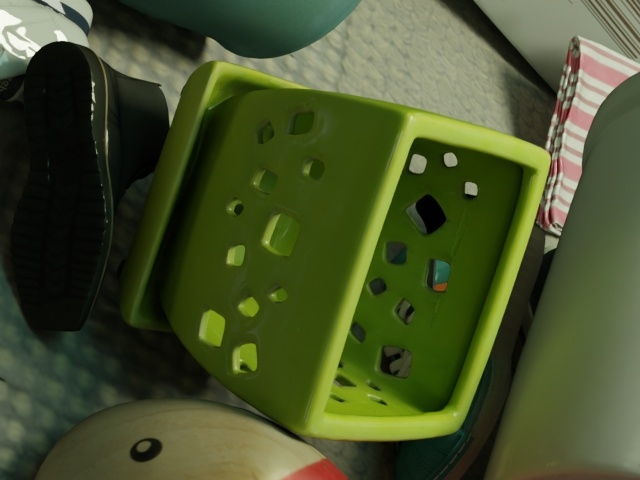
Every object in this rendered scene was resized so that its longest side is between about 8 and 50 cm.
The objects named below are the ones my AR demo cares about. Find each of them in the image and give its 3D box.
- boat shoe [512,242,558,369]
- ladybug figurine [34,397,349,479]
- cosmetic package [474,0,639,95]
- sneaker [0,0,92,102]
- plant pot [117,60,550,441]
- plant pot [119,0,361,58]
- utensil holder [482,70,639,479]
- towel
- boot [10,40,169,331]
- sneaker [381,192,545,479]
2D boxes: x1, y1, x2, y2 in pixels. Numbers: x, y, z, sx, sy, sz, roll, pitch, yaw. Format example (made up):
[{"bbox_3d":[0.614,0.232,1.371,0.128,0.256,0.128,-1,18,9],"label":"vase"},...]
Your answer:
[{"bbox_3d":[0.347,0.069,1.729,0.500,0.156,0.187,0,67,-48],"label":"boat shoe"},{"bbox_3d":[-0.015,0.294,1.142,0.305,0.162,0.449,-25,85,-54],"label":"ladybug figurine"},{"bbox_3d":[0.302,-0.426,1.841,0.327,0.329,0.394,41,38,-37],"label":"cosmetic package"},{"bbox_3d":[-0.255,-0.152,1.250,0.235,0.090,0.095,19,62,-39],"label":"sneaker"},{"bbox_3d":[0.000,0.000,1.273,0.228,0.207,0.227,10,101,-59],"label":"plant pot"},{"bbox_3d":[-0.084,-0.280,1.404,0.255,0.271,0.272,42,37,-45],"label":"plant pot"},{"bbox_3d":[0.319,0.099,1.408,0.327,0.327,0.385,40,55,-24],"label":"utensil holder"},{"bbox_3d":[0.283,-0.092,1.797,0.144,0.029,0.197,16,84,-42],"label":"towel"},{"bbox_3d":[-0.149,-0.032,1.276,0.137,0.077,0.198,11,85,-66],"label":"boot"},{"bbox_3d":[0.092,0.081,1.481,0.121,0.108,0.302,28,48,-9],"label":"sneaker"}]
